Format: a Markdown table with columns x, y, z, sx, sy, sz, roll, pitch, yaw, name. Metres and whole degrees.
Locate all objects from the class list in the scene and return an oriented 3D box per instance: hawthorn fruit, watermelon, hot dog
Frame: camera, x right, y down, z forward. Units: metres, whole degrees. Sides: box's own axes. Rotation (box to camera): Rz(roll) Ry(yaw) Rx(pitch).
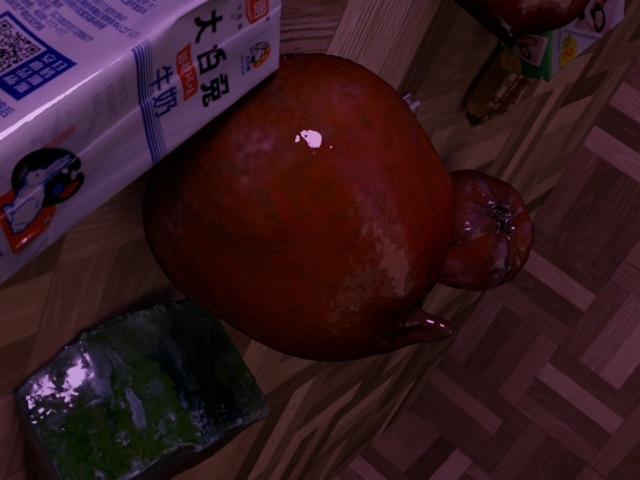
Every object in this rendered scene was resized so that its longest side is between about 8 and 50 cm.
| x | y | z | sx | sy | sz | roll | pitch | yaw | name |
| --- | --- | --- | --- | --- | --- | --- | --- | --- | --- |
| 0.270 | -0.007 | 1.639 | 0.242 | 0.242 | 0.271 | -37 | -172 | -38 | hawthorn fruit |
| -0.209 | 0.232 | 0.995 | 0.264 | 0.151 | 0.302 | -26 | 148 | -38 | watermelon |
| 0.341 | -0.303 | 1.468 | 0.250 | 0.076 | 0.104 | -58 | 162 | 9 | hot dog |
| -0.017 | -0.028 | 0.815 | 0.295 | 0.295 | 0.312 | -39 | 114 | -35 | hawthorn fruit |
| 0.247 | -0.363 | 1.014 | 0.189 | 0.189 | 0.252 | -14 | 119 | -61 | hawthorn fruit |

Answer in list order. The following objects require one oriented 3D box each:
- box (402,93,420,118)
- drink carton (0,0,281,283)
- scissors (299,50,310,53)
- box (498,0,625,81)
| x | y | z | sx | sy | sz | roll | pitch | yaw | name |
| --- | --- | --- | --- | --- | --- | --- | --- | --- | --- |
| 0.069 | -0.123 | 1.226 | 0.198 | 0.029 | 0.109 | -43 | 159 | -23 | box |
| -0.162 | -0.109 | 0.586 | 0.315 | 0.106 | 0.131 | -43 | 161 | -27 | drink carton |
| -0.024 | -0.130 | 0.988 | 0.125 | 0.030 | 0.256 | -43 | 162 | -24 | scissors |
| 0.381 | -0.379 | 1.303 | 0.250 | 0.103 | 0.180 | -41 | 138 | -30 | box |
